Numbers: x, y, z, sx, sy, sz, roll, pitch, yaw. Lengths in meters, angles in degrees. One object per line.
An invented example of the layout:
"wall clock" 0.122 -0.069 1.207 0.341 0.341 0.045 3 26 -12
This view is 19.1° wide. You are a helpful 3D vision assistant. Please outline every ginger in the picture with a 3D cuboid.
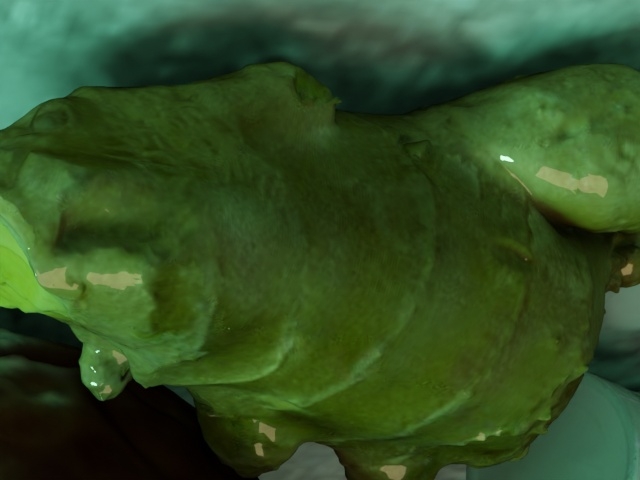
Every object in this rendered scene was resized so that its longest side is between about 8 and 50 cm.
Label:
"ginger" 0.003 0.010 0.464 0.205 0.081 0.115 -2 144 -25

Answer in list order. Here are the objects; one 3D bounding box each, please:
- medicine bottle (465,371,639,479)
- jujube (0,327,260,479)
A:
"medicine bottle" 0.127 0.099 0.675 0.119 0.069 0.183 -31 147 26
"jujube" -0.083 0.127 0.524 0.190 0.190 0.255 -13 159 -4
